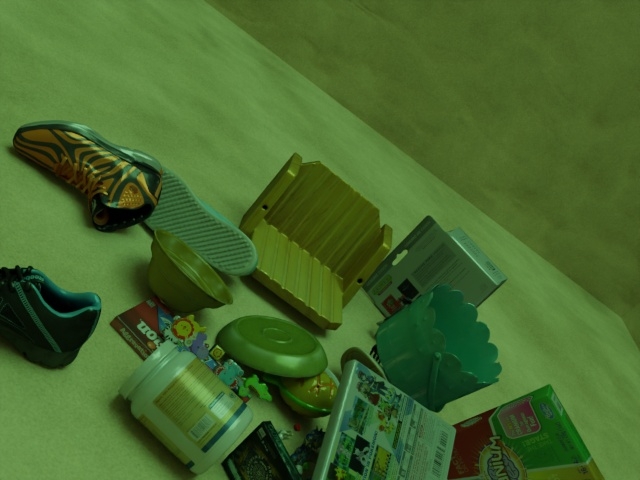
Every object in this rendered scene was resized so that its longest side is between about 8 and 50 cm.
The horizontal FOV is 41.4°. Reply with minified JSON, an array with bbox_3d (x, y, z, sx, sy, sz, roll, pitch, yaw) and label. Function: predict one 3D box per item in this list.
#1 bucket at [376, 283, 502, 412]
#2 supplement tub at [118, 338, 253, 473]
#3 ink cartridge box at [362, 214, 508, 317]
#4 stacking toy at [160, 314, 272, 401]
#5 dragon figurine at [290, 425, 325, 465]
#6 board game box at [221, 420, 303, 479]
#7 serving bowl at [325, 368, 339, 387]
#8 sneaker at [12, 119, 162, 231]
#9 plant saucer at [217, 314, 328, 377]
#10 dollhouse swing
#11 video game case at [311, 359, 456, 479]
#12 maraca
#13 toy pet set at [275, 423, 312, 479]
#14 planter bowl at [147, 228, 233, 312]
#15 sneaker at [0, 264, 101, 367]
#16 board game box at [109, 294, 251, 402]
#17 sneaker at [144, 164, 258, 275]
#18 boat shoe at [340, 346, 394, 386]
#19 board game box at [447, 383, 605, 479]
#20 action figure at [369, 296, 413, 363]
[{"bbox_3d":[0.275,0.258,1.992,0.281,0.183,0.281,39,31,-29],"label":"bucket"},{"bbox_3d":[-0.229,0.280,1.439,0.199,0.144,0.144,44,23,1],"label":"supplement tub"},{"bbox_3d":[0.315,0.117,2.385,0.272,0.309,0.130,49,23,13],"label":"ink cartridge box"},{"bbox_3d":[-0.195,0.220,1.545,0.221,0.052,0.167,45,-17,-9],"label":"stacking toy"},{"bbox_3d":[0.063,0.440,1.710,0.289,0.085,0.144,8,41,-51],"label":"dragon figurine"},{"bbox_3d":[-0.088,0.422,1.448,0.026,0.126,0.186,10,40,-52],"label":"board game box"},{"bbox_3d":[0.006,0.321,1.896,0.083,0.027,0.083,35,24,-18],"label":"serving bowl"},{"bbox_3d":[-0.486,-0.130,1.763,0.321,0.124,0.180,16,50,-19],"label":"sneaker"},{"bbox_3d":[-0.095,0.213,1.778,0.241,0.037,0.241,15,15,-4],"label":"plant saucer"},{"bbox_3d":[0.000,0.000,2.138,0.347,0.315,0.305,38,3,-13],"label":"dollhouse swing"},{"bbox_3d":[0.123,0.442,1.627,0.300,0.036,0.329,37,51,-23],"label":"video game case"},{"bbox_3d":[-0.041,0.304,1.769,0.185,0.099,0.127,30,18,14],"label":"maraca"},{"bbox_3d":[-0.077,0.416,1.575,0.114,0.065,0.122,-12,89,-66],"label":"toy pet set"},{"bbox_3d":[-0.286,0.082,1.728,0.217,0.090,0.217,44,6,-6],"label":"planter bowl"},{"bbox_3d":[-0.512,0.078,1.337,0.341,0.139,0.125,27,30,-31],"label":"sneaker"},{"bbox_3d":[-0.263,0.231,1.621,0.281,0.027,0.145,45,24,5],"label":"board game box"},{"bbox_3d":[-0.296,-0.034,1.944,0.366,0.135,0.150,41,-7,8],"label":"sneaker"},{"bbox_3d":[0.149,0.363,1.978,0.277,0.098,0.096,55,24,5],"label":"boat shoe"},{"bbox_3d":[0.414,0.484,1.840,0.242,0.316,0.064,59,24,0],"label":"board game box"},{"bbox_3d":[0.222,0.254,2.228,0.164,0.141,0.275,43,39,5],"label":"action figure"}]
